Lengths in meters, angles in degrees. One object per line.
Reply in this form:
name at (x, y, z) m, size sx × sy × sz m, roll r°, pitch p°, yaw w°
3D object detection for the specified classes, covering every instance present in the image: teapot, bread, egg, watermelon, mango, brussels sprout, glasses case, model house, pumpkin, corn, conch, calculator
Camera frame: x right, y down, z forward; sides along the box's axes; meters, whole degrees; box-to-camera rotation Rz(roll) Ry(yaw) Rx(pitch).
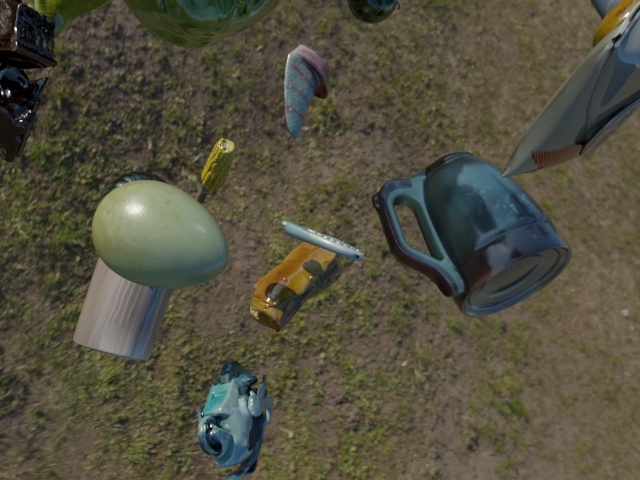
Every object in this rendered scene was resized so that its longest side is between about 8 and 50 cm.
teapot at (0.270, -0.028, 1.239) m, size 0.315 × 0.233 × 0.312 m, roll -13°, pitch 57°, yaw -21°
bread at (-0.089, 0.137, 2.091) m, size 0.344 × 0.195 × 0.149 m, roll -40°, pitch 117°, yaw -28°
egg at (-0.330, -0.006, 1.330) m, size 0.295 × 0.218 × 0.218 m, roll 21°, pitch 54°, yaw 9°
watermelon at (0.100, -0.461, 1.199) m, size 0.109 × 0.109 × 0.109 m, roll 15°, pitch 63°, yaw -31°
mango at (0.540, -0.378, 1.084) m, size 0.165 × 0.115 × 0.089 m, roll -28°, pitch 88°, yaw -32°
brussels sprout at (-0.214, -0.483, 1.092) m, size 0.328 × 0.247 × 0.328 m, roll -28°, pitch 131°, yaw -38°
glasses case at (0.334, -0.164, 0.784) m, size 0.128 × 0.308 × 0.083 m, roll -36°, pitch 76°, yaw -22°
model house at (-0.403, -0.210, 0.765) m, size 0.141 × 0.203 × 0.164 m, roll -9°, pitch 58°, yaw -41°
pumpkin at (-0.433, -0.074, 1.539) m, size 0.202 × 0.140 × 0.202 m, roll 16°, pitch 58°, yaw -27°
corn at (-0.268, -0.195, 1.671) m, size 0.067 × 0.206 × 0.067 m, roll 10°, pitch 60°, yaw -18°
conch at (-0.309, -0.369, 0.857) m, size 0.201 × 0.079 × 0.095 m, roll -33°, pitch 106°, yaw 1°
calculator at (0.000, 0.000, 1.852) m, size 0.188 × 0.303 × 0.042 m, roll 19°, pitch 91°, yaw -45°

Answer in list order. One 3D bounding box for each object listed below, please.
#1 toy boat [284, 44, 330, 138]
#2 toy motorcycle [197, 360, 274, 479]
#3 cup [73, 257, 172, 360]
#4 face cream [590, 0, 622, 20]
toy boat at (-0.064, -0.458, 1.978) m, size 0.206 × 0.096 × 0.282 m, roll 43°, pitch 59°, yaw -47°
toy motorcycle at (-0.192, 0.409, 1.437) m, size 0.260 × 0.154 × 0.206 m, roll -75°, pitch 145°, yaw -56°
cup at (-0.535, 0.155, 1.680) m, size 0.208 × 0.288 × 0.273 m, roll 33°, pitch 70°, yaw -62°
face cream at (0.603, -0.415, 1.209) m, size 0.086 × 0.135 × 0.385 m, roll -2°, pitch 60°, yaw -33°
